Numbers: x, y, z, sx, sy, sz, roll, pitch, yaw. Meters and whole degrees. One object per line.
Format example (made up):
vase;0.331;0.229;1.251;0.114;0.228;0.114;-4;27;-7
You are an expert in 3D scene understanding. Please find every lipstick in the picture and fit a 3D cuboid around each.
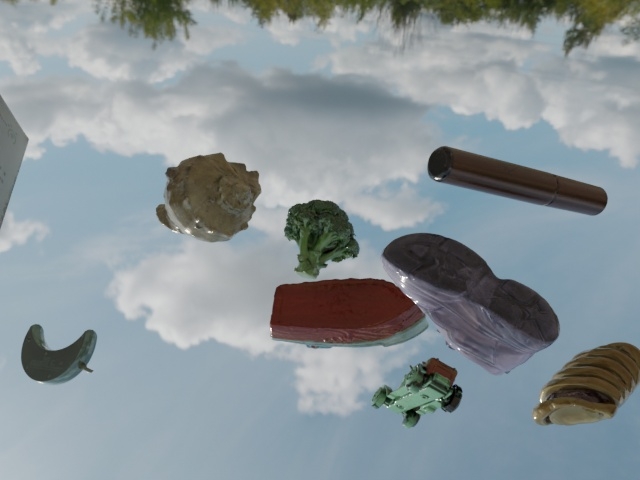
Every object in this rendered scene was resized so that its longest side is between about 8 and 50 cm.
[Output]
lipstick;0.320;-0.089;0.880;0.357;0.057;0.057;9;-156;-29

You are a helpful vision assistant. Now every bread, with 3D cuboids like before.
bread;0.465;0.247;0.963;0.225;0.081;0.134;-20;175;-38

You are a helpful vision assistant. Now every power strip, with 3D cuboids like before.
power strip;-0.595;0.262;1.270;0.216;0.044;0.137;3;-113;23

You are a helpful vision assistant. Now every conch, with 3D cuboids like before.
conch;-0.275;-0.118;1.330;0.324;0.186;0.263;7;-146;31

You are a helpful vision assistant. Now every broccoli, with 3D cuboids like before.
broccoli;0.000;0.000;1.793;0.270;0.270;0.270;13;-115;15

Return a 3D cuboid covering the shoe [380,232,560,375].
shoe;0.186;0.091;0.758;0.245;0.137;0.095;32;-132;18

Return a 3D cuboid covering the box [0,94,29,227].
box;-0.451;-0.086;0.625;0.107;0.200;0.299;-8;-128;-2

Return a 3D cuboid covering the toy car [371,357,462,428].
toy car;0.127;0.205;0.746;0.073;0.143;0.054;29;-125;-4

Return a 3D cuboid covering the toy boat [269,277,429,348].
toy boat;0.062;0.169;1.191;0.332;0.133;0.145;-3;-130;13
